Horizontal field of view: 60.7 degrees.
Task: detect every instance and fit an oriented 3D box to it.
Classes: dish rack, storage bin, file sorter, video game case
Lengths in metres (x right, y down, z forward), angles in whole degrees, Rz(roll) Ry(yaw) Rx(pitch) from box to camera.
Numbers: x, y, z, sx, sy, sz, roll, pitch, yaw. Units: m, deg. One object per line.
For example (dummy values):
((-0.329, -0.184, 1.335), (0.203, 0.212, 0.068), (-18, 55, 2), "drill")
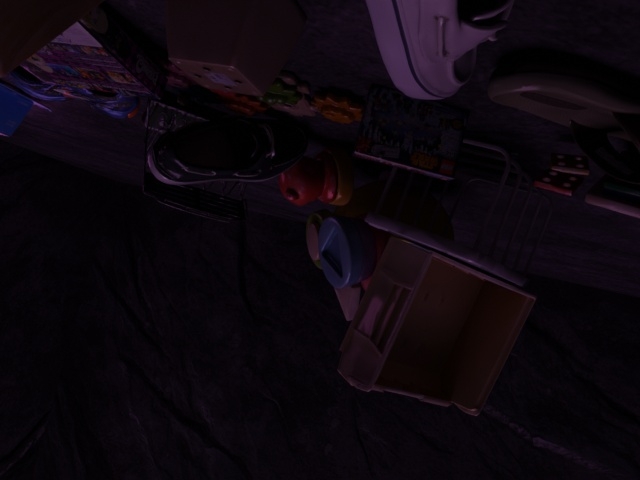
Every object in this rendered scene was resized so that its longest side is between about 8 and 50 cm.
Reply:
((-0.221, -0.146, 0.987), (0.208, 0.074, 0.272), (15, -144, -26), "dish rack")
((0.198, 0.159, 0.954), (0.262, 0.261, 0.123), (21, -174, -31), "storage bin")
((0.246, -0.050, 0.908), (0.192, 0.173, 0.277), (22, -178, 37), "file sorter")
((-0.358, -0.273, 0.737), (0.231, 0.042, 0.210), (13, 166, 21), "video game case")

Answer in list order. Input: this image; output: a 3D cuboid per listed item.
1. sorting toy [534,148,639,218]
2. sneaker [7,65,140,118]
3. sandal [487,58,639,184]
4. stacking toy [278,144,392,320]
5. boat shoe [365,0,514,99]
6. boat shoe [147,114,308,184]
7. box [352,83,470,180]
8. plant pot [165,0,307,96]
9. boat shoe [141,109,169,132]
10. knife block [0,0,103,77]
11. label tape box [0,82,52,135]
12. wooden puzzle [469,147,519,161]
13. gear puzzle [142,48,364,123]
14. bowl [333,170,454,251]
((0.393, -0.071, 0.636), (0.274, 0.046, 0.132), (25, -140, 35), "sorting toy")
((-0.425, -0.283, 0.949), (0.221, 0.083, 0.087), (10, 165, -20), "sneaker")
((0.312, -0.105, 0.561), (0.302, 0.086, 0.120), (14, 177, 0), "sandal")
((0.000, 0.000, 1.071), (0.130, 0.280, 0.309), (-9, -129, -24), "stacking toy")
((0.092, -0.173, 0.376), (0.088, 0.096, 0.267), (18, 170, 24), "boat shoe")
((-0.130, -0.153, 0.916), (0.302, 0.115, 0.091), (-22, -175, -36), "boat shoe")
((0.119, -0.141, 0.720), (0.136, 0.094, 0.027), (14, 177, -4), "box")
((-0.090, -0.204, 0.537), (0.109, 0.096, 0.109), (14, 177, 18), "plant pot")
((-0.324, -0.252, 1.201), (0.135, 0.050, 0.045), (24, -178, 10), "boat shoe")
((-0.272, -0.182, 0.427), (0.088, 0.242, 0.275), (15, 177, -2), "knife block")
((-0.909, -0.355, 1.373), (0.347, 0.115, 0.249), (15, 177, 16), "label tape box")
((0.277, -0.137, 0.869), (0.049, 0.006, 0.083), (16, 176, -30), "wooden puzzle")
((-0.091, -0.213, 0.832), (0.338, 0.044, 0.175), (13, 177, 13), "gear puzzle")
((0.171, -0.066, 1.225), (0.289, 0.156, 0.289), (14, 177, 1), "bowl")
